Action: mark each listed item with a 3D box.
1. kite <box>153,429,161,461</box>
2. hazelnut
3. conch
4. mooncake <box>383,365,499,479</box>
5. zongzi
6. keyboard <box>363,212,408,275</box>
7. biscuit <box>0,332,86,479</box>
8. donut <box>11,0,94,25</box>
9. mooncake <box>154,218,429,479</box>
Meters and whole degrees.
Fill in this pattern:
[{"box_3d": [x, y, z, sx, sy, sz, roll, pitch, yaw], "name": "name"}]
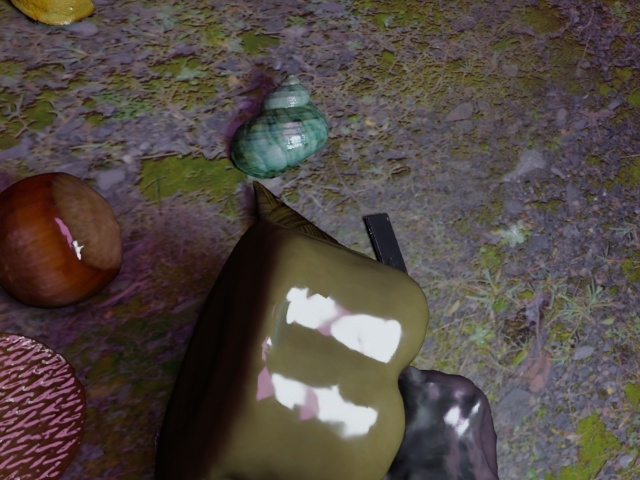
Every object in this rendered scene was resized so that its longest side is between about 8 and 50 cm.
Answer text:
[{"box_3d": [-0.197, 0.436, 1.105, 0.152, 0.015, 0.286, 10, 64, -20], "name": "kite"}, {"box_3d": [-0.411, 0.001, 1.076, 0.214, 0.176, 0.215, -1, 75, 5], "name": "hazelnut"}, {"box_3d": [-0.072, -0.214, 1.338, 0.175, 0.122, 0.188, 10, 62, 5], "name": "conch"}, {"box_3d": [0.174, 0.405, 1.095, 0.212, 0.351, 0.381, 1, 48, 14], "name": "mooncake"}, {"box_3d": [0.000, 0.000, 1.306, 0.247, 0.111, 0.241, 4, 64, -29], "name": "zongzi"}, {"box_3d": [0.140, 0.039, 1.402, 0.060, 0.018, 0.196, -9, 76, -35], "name": "keyboard"}, {"box_3d": [-0.469, 0.259, 1.006, 0.261, 0.037, 0.262, 4, 83, -30], "name": "biscuit"}, {"box_3d": [-0.498, -0.472, 1.261, 0.146, 0.078, 0.181, -26, 82, -32], "name": "donut"}, {"box_3d": [-0.054, 0.206, 0.999, 0.262, 0.467, 0.467, 25, 63, -15], "name": "mooncake"}]
